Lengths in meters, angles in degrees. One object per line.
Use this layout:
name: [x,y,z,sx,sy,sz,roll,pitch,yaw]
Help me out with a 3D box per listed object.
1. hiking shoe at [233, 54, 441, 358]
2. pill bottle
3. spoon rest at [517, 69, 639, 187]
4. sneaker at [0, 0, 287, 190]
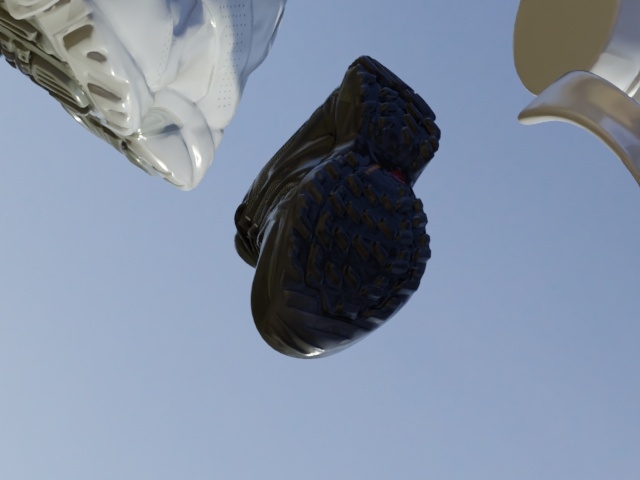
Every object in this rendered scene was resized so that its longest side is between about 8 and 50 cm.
hiking shoe: [0.000,0.000,0.994,0.114,0.086,0.227,-43,-165,36]
pill bottle: [0.304,-0.143,1.447,0.160,0.283,0.160,-34,-130,53]
spoon rest: [0.247,0.003,1.254,0.276,0.137,0.084,51,-18,-8]
sneaker: [-0.064,-0.098,0.674,0.115,0.090,0.232,-54,173,-3]
